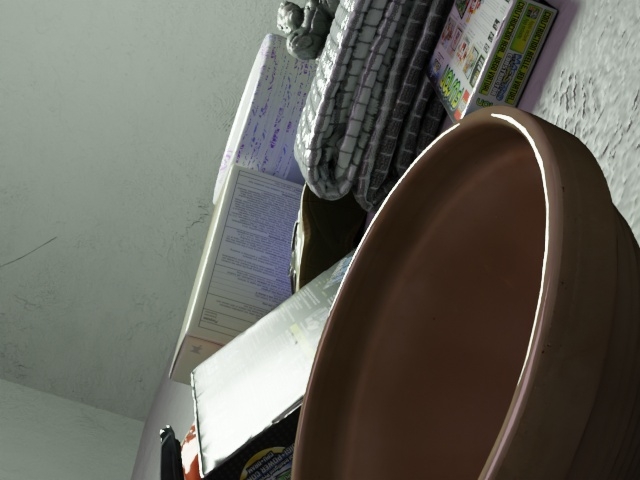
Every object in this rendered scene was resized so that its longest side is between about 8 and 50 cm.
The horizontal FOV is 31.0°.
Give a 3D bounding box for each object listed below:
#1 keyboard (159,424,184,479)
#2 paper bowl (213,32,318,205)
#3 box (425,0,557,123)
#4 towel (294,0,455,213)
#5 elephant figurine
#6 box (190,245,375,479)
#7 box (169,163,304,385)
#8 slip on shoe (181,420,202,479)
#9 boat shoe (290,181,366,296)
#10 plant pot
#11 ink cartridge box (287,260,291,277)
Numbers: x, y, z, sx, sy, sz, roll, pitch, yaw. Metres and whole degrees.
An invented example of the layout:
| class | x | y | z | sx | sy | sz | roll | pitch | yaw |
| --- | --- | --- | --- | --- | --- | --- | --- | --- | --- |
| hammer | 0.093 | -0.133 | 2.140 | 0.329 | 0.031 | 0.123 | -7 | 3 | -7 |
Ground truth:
| class | x | y | z | sx | sy | sz | roll | pitch | yaw |
| --- | --- | --- | --- | --- | --- | --- | --- | --- | --- |
| keyboard | -0.133 | 0.344 | 1.115 | 0.201 | 0.033 | 0.317 | -96 | 5 | -46 |
| paper bowl | -0.060 | -0.167 | 1.801 | 0.284 | 0.148 | 0.284 | -161 | 90 | -80 |
| box | 0.136 | -0.162 | 0.959 | 0.207 | 0.036 | 0.114 | -95 | 25 | -69 |
| towel | 0.067 | -0.182 | 1.177 | 0.235 | 0.121 | 0.283 | -103 | 31 | -77 |
| elephant figurine | 0.047 | -0.353 | 1.526 | 0.186 | 0.169 | 0.239 | -110 | 31 | -53 |
| box | 0.018 | 0.074 | 0.766 | 0.216 | 0.060 | 0.270 | -36 | 10 | -3 |
| box | -0.101 | 0.058 | 1.609 | 0.121 | 0.148 | 0.311 | 117 | 169 | -49 |
| slip on shoe | -0.093 | 0.228 | 1.323 | 0.331 | 0.123 | 0.101 | -78 | 14 | -63 |
| boat shoe | 0.001 | 0.001 | 1.310 | 0.073 | 0.080 | 0.223 | 128 | 154 | -52 |
| plant pot | 0.083 | 0.068 | 0.527 | 0.237 | 0.110 | 0.237 | -56 | 21 | 35 |
| ink cartridge box | 0.010 | -0.050 | 1.476 | 0.208 | 0.045 | 0.206 | 139 | 148 | -75 |
